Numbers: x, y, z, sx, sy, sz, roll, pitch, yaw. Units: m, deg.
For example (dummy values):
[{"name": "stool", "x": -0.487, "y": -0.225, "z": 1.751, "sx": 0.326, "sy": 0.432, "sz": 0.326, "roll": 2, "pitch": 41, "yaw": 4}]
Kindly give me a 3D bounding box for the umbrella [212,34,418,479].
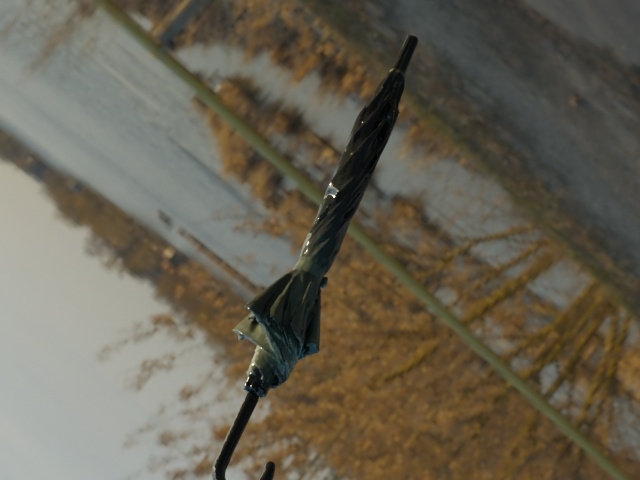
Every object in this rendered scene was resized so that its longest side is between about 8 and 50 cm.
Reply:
[{"name": "umbrella", "x": -0.005, "y": -0.001, "z": 0.620, "sx": 0.044, "sy": 0.269, "sz": 0.044, "roll": 10, "pitch": 151, "yaw": 19}]
